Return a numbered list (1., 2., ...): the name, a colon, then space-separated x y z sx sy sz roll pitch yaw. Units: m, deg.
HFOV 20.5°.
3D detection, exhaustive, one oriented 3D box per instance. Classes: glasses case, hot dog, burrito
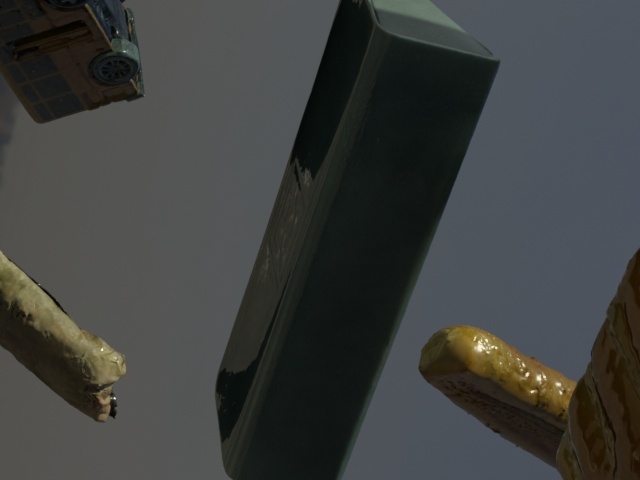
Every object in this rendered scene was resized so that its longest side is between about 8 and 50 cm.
1. glasses case: 0.000 0.000 0.902 0.105 0.056 0.266 47 -52 42
2. hot dog: 0.189 0.141 1.456 0.088 0.286 0.061 -12 -124 39
3. burrito: -0.192 0.050 1.137 0.042 0.171 0.051 -15 140 -57

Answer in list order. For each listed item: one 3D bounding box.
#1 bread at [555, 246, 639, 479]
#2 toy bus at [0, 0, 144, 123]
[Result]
1. bread: 0.199 0.121 0.766 0.239 0.111 0.246 100 -20 -51
2. toy bus: -0.192 -0.167 1.189 0.182 0.103 0.091 63 13 -56
